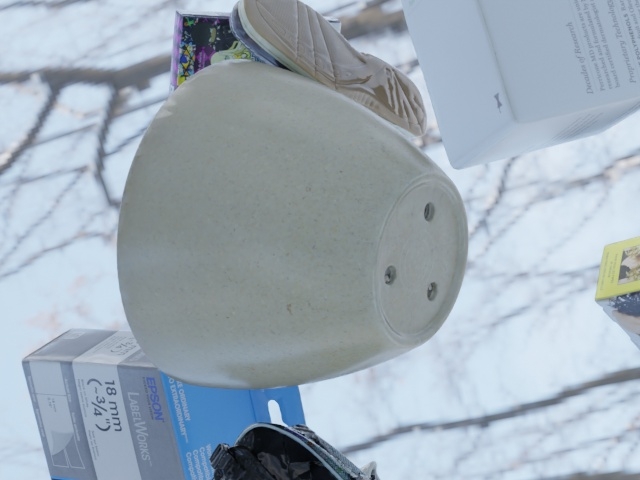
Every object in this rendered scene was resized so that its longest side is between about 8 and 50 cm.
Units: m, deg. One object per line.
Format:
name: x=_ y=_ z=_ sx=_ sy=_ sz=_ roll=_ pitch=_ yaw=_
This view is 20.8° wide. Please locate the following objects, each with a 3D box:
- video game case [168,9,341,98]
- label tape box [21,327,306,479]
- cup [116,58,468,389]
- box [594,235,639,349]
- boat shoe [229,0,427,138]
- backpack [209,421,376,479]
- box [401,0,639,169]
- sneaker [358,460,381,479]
video game case: x=-0.088 y=-0.172 z=2.208 sx=0.210 sy=0.042 sz=0.232 roll=-1 pitch=-71 yaw=-19
label tape box: x=-0.179 y=0.236 z=2.076 sx=0.106 sy=0.334 sz=0.240 roll=-32 pitch=-64 yaw=-51
cup: x=0.000 y=0.000 z=1.682 sx=0.331 sy=0.237 sz=0.331 roll=-18 pitch=-67 yaw=-51
box: x=0.318 y=0.022 z=1.250 sx=0.087 sy=0.232 sz=0.058 roll=43 pitch=-134 yaw=-32
boat shoe: x=-0.002 y=-0.170 z=1.860 sx=0.285 sy=0.092 sz=0.103 roll=26 pitch=-135 yaw=-43
backpack: x=-0.003 y=0.332 z=1.767 sx=0.225 sy=0.253 sz=0.191 roll=-57 pitch=-32 yaw=5
box: x=0.102 y=-0.099 z=0.849 sx=0.087 sy=0.101 sz=0.102 roll=-15 pitch=-96 yaw=-15
sneaker: x=0.102 y=0.366 z=2.242 sx=0.185 sy=0.084 sz=0.069 roll=43 pitch=-175 yaw=15
